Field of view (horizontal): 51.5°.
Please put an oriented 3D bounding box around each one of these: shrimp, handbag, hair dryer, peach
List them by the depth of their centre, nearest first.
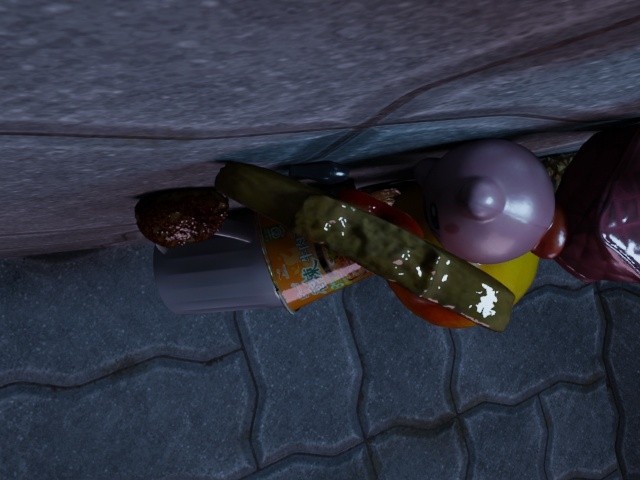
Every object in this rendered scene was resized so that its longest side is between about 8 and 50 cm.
[{"bbox_3d":[0.402,-0.050,0.881,0.146,0.225,0.135,37,166,-14],"label":"handbag"},{"bbox_3d":[-0.005,-0.093,0.899,0.079,0.031,0.083,3,-174,-7],"label":"hair dryer"},{"bbox_3d":[0.233,0.015,1.191,0.308,0.289,0.289,-26,-170,-36],"label":"peach"},{"bbox_3d":[0.198,-0.093,1.369,0.248,0.068,0.150,-2,174,1],"label":"shrimp"}]

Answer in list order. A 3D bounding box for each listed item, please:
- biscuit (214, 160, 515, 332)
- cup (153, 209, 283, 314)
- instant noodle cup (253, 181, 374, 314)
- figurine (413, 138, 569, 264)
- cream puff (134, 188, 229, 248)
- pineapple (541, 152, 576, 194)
[{"bbox_3d":[0.069,-0.005,0.865,0.368,0.076,0.394,26,-178,8],"label":"biscuit"},{"bbox_3d":[-0.212,0.030,1.556,0.326,0.237,0.323,-7,149,18],"label":"cup"},{"bbox_3d":[0.000,0.000,1.208,0.182,0.230,0.230,-18,178,5],"label":"instant noodle cup"},{"bbox_3d":[0.215,-0.051,0.866,0.173,0.173,0.173,-7,179,0],"label":"figurine"},{"bbox_3d":[-0.213,-0.033,1.033,0.149,0.084,0.149,-7,-179,0],"label":"cream puff"},{"bbox_3d":[0.485,-0.109,1.139,0.248,0.128,0.128,-15,175,35],"label":"pineapple"}]
